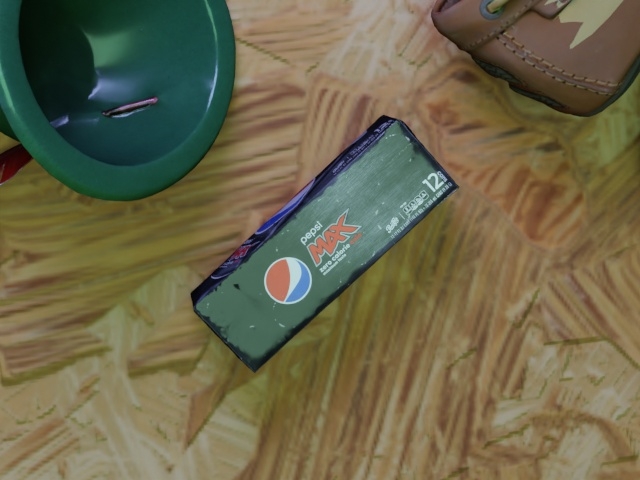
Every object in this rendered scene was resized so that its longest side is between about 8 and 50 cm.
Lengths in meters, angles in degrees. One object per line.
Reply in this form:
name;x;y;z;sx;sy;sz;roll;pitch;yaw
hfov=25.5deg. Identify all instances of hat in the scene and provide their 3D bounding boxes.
hat;-0.182;-0.096;0.842;0.208;0.184;0.173;-39;113;-43

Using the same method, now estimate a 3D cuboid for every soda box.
soda box;0.000;0.000;0.863;0.169;0.053;0.060;-43;100;0

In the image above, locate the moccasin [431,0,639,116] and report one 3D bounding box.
moccasin;0.199;-0.261;0.819;0.147;0.139;0.380;32;102;-19
